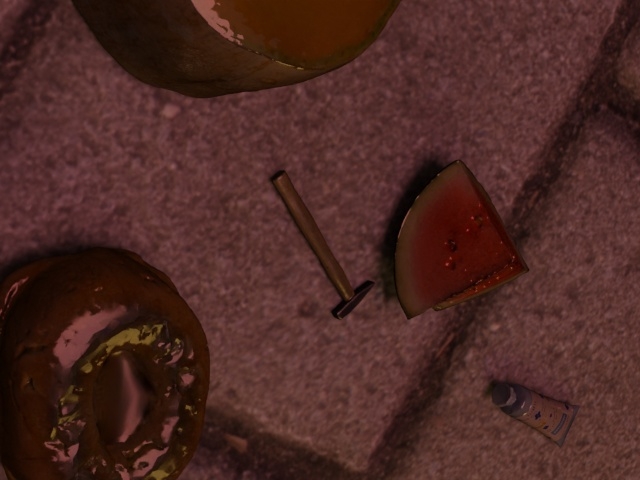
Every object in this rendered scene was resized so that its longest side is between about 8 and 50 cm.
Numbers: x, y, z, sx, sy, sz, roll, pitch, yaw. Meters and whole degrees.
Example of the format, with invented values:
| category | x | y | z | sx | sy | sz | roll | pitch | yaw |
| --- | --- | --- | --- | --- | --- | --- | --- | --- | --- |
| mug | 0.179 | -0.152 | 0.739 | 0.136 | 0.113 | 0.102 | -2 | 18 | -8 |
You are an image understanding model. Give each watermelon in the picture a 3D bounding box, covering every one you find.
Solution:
| category | x | y | z | sx | sy | sz | roll | pitch | yaw |
| --- | --- | --- | --- | --- | --- | --- | --- | --- | --- |
| watermelon | 0.174 | 0.011 | 1.326 | 0.193 | 0.137 | 0.145 | -71 | 162 | 3 |

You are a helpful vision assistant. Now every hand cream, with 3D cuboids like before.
| category | x | y | z | sx | sy | sz | roll | pitch | yaw |
| --- | --- | --- | --- | --- | --- | --- | --- | --- | --- |
| hand cream | 0.290 | 0.229 | 1.495 | 0.171 | 0.043 | 0.065 | 28 | 88 | -41 |

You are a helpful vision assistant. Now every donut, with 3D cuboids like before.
| category | x | y | z | sx | sy | sz | roll | pitch | yaw |
| --- | --- | --- | --- | --- | --- | --- | --- | --- | --- |
| donut | -0.207 | 0.136 | 1.072 | 0.209 | 0.128 | 0.261 | -15 | 113 | -31 |

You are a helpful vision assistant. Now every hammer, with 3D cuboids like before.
| category | x | y | z | sx | sy | sz | roll | pitch | yaw |
| --- | --- | --- | --- | --- | --- | --- | --- | --- | --- |
| hammer | 0.000 | 0.000 | 1.246 | 0.062 | 0.013 | 0.199 | -41 | 123 | -18 |

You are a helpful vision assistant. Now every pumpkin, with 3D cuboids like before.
| category | x | y | z | sx | sy | sz | roll | pitch | yaw |
| --- | --- | --- | --- | --- | --- | --- | --- | --- | --- |
| pumpkin | -0.059 | -0.283 | 1.016 | 0.332 | 0.199 | 0.332 | -13 | 113 | -33 |
